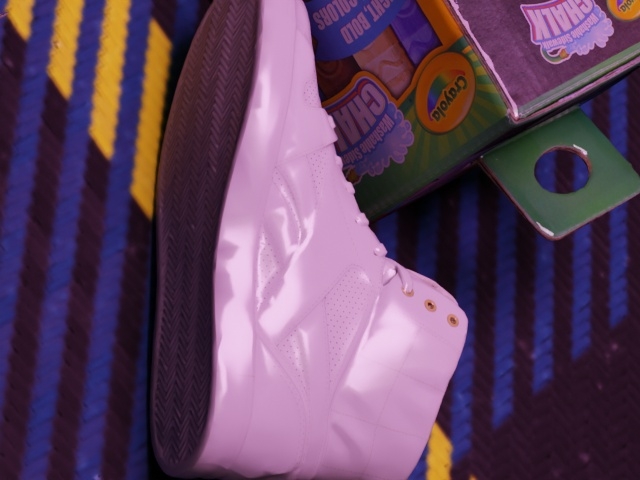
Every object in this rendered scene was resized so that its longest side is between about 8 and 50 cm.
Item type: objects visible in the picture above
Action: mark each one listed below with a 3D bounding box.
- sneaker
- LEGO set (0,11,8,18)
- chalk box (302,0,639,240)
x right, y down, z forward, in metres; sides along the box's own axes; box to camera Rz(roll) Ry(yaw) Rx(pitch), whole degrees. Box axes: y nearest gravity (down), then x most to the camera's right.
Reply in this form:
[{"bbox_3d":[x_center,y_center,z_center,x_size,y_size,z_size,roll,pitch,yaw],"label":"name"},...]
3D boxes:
[{"bbox_3d":[0.000,0.000,1.121,0.169,0.108,0.292,12,75,-29],"label":"sneaker"},{"bbox_3d":[-0.207,-0.127,1.094,0.054,0.023,0.083,36,69,-11],"label":"LEGO set"},{"bbox_3d":[0.082,-0.132,1.174,0.180,0.179,0.289,-28,87,-37],"label":"chalk box"}]
